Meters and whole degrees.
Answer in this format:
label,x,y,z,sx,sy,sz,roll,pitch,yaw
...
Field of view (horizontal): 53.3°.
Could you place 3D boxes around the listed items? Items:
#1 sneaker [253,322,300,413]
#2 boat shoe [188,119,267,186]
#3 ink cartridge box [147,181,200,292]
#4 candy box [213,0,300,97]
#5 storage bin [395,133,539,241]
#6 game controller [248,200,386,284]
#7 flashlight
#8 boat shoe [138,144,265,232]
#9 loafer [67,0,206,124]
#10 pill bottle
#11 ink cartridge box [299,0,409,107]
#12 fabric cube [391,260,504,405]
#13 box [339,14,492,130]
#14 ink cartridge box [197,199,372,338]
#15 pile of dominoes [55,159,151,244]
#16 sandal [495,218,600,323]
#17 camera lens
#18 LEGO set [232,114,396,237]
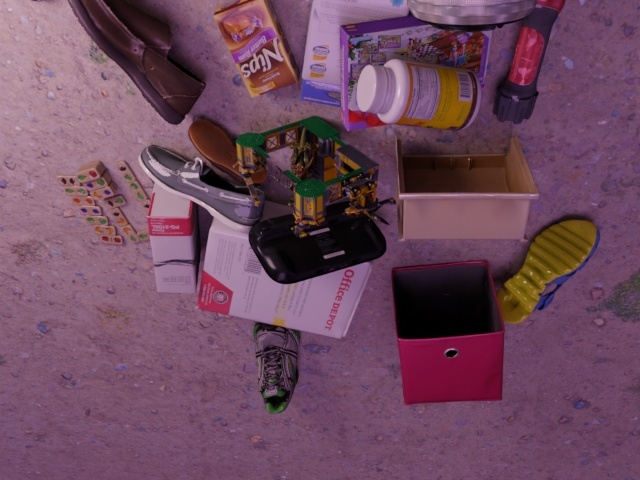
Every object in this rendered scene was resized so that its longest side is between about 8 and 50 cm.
label,x,y,z,sx,sy,sz,roll,pitch,yaw
sneaker,-0.122,0.366,1.845,0.134,0.146,0.344,-2,128,7
boat shoe,-0.218,-0.190,1.450,0.207,0.073,0.073,40,162,-18
ink cartridge box,-0.346,-0.014,1.532,0.100,0.172,0.237,0,129,-6
candy box,-0.124,-0.393,1.289,0.109,0.053,0.187,-15,128,15
storage bin,0.291,-0.119,1.341,0.262,0.260,0.123,-1,128,5
game controller,0.000,0.000,1.444,0.319,0.167,0.067,-15,156,-30
flashlight,0.397,-0.373,1.228,0.103,0.103,0.304,5,129,0
boat shoe,-0.262,-0.141,1.439,0.319,0.116,0.099,33,123,6
loafer,-0.362,-0.403,1.271,0.130,0.134,0.366,-37,131,3
pill bottle,0.180,-0.270,1.181,0.214,0.117,0.117,2,132,-21
ink cartridge box,0.068,-0.410,1.251,0.185,0.065,0.311,8,127,-5
fabric cube,0.321,0.238,1.631,0.253,0.259,0.258,-5,129,7
box,0.183,-0.335,1.248,0.293,0.057,0.201,-11,131,-10
ink cartridge box,-0.090,0.067,1.589,0.384,0.161,0.279,14,129,-6
pile of dominoes,-0.519,-0.079,1.585,0.195,0.040,0.251,-14,126,15
sandal,0.568,0.073,1.585,0.138,0.126,0.317,3,133,-47
camera lens,0.254,-0.499,1.050,0.219,0.219,0.275,-1,121,5
LEGO set,-0.024,-0.106,1.349,0.331,0.254,0.192,34,140,34
